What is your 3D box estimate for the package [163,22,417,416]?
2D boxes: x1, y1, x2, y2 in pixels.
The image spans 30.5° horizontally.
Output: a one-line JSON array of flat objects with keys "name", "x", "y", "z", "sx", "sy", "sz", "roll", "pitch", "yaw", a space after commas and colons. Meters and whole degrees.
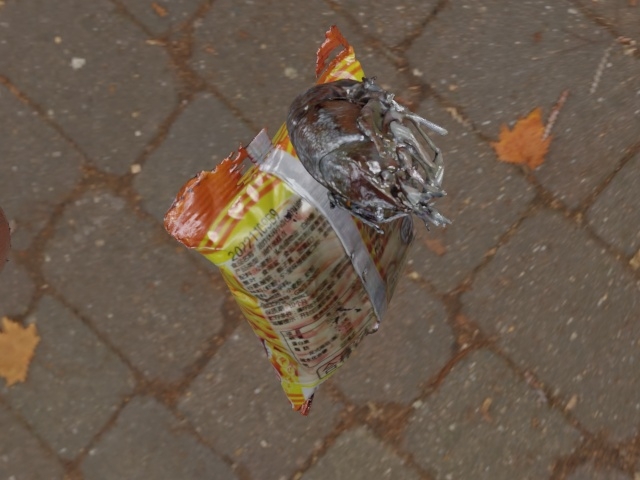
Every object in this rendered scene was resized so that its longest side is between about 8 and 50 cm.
[{"name": "package", "x": 0.003, "y": -0.006, "z": 0.979, "sx": 0.108, "sy": 0.288, "sz": 0.223, "roll": 18, "pitch": 62, "yaw": 28}]

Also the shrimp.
[{"name": "shrimp", "x": 0.029, "y": -0.041, "z": 0.586, "sx": 0.165, "sy": 0.065, "sz": 0.056, "roll": 47, "pitch": 142, "yaw": 49}]

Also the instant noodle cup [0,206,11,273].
[{"name": "instant noodle cup", "x": -0.261, "y": 0.009, "z": 0.758, "sx": 0.127, "sy": 0.136, "sz": 0.127, "roll": 0, "pitch": 98, "yaw": 0}]
